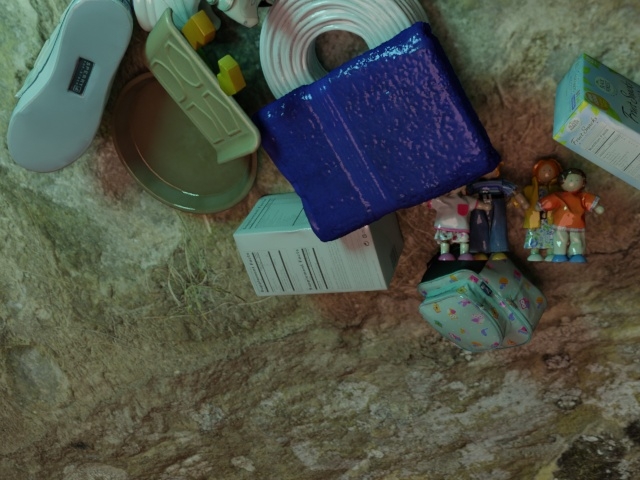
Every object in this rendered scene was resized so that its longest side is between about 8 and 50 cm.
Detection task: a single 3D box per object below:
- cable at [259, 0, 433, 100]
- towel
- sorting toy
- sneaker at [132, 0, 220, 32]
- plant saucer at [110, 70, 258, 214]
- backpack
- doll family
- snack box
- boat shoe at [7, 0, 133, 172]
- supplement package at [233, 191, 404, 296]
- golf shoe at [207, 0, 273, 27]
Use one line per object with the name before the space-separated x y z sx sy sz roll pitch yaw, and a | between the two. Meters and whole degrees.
cable | 0.038 -0.275 1.068 0.257 0.089 0.257 28 129 -1
towel | 0.073 -0.145 1.034 0.308 0.076 0.227 -22 106 34
sorting toy | -0.162 -0.227 1.061 0.229 0.041 0.307 55 161 -14
sneaker | -0.194 -0.437 1.040 0.152 0.114 0.305 12 136 4
plant saucer | -0.234 -0.171 1.276 0.278 0.041 0.278 10 126 14
backpack | 0.271 0.104 1.212 0.188 0.144 0.166 36 150 -14
doll family | 0.286 -0.051 1.108 0.263 0.118 0.163 1 90 11
snack box | 0.415 -0.144 0.966 0.207 0.174 0.070 29 128 -2
boat shoe | -0.410 -0.281 1.200 0.136 0.156 0.367 19 128 -25
supplement package | 0.000 0.000 1.249 0.244 0.139 0.134 -4 121 24
golf shoe | -0.096 -0.362 1.011 0.069 0.176 0.086 -18 131 43
